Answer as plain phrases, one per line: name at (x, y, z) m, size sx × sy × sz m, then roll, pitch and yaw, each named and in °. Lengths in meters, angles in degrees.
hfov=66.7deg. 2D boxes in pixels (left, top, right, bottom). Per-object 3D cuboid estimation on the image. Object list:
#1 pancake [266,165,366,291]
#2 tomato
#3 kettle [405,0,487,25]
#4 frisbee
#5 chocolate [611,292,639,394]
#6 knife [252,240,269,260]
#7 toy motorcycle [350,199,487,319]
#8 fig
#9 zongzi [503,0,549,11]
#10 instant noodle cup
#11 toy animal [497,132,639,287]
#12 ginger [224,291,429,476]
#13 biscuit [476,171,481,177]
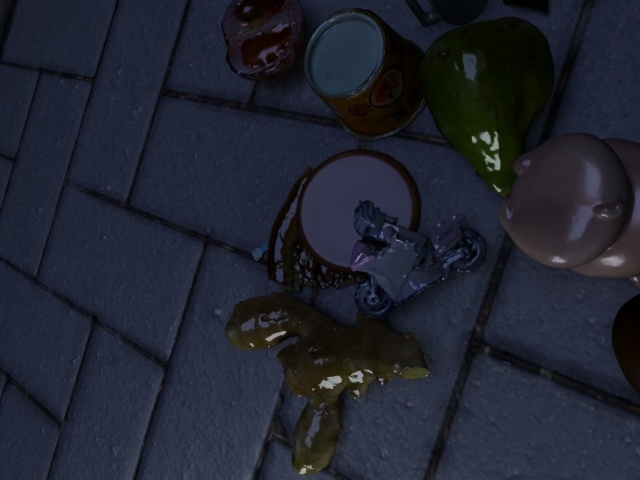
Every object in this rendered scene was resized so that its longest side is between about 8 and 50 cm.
pancake at (0.000, 0.000, 0.983) m, size 0.244 × 0.057 × 0.266 m, roll 31°, pitch 97°, yaw 30°
tomato at (-0.109, -0.451, 1.086) m, size 0.199 × 0.112 × 0.228 m, roll -13°, pitch 75°, yaw 21°
kettle at (0.227, -0.448, 0.859) m, size 0.127 × 0.148 × 0.098 m, roll -49°, pitch 64°, yaw 15°
frisbee at (0.068, -0.059, 0.943) m, size 0.251 × 0.021 × 0.250 m, roll -3°, pitch 80°, yaw 17°
chocolate at (0.473, 0.145, 0.629) m, size 0.177 × 0.177 × 0.176 m, roll -5°, pitch 80°, yaw 31°
knife at (-0.114, 0.010, 1.079) m, size 0.096 × 0.010 × 0.027 m, roll -37°, pitch 65°, yaw 19°
toy motorcycle at (0.139, 0.004, 0.841) m, size 0.239 × 0.108 × 0.204 m, roll -29°, pitch 84°, yaw -4°
fig at (0.269, -0.205, 0.786) m, size 0.206 × 0.206 × 0.275 m, roll -6°, pitch 93°, yaw 30°
zongzi at (0.369, -0.437, 0.837) m, size 0.083 × 0.067 × 0.073 m, roll 29°, pitch 86°, yaw 13°
instant noodle cup at (0.080, -0.316, 0.913) m, size 0.216 × 0.172 × 0.215 m, roll -4°, pitch 81°, yaw 30°
toy animal at (0.375, -0.051, 0.662) m, size 0.229 × 0.221 × 0.210 m, roll 16°, pitch 100°, yaw 28°
ginger at (0.004, 0.206, 0.930) m, size 0.348 × 0.122 × 0.363 m, roll -40°, pitch 59°, yaw 18°
biscuit at (0.316, -0.124, 0.835) m, size 0.082 × 0.016 × 0.092 m, roll -42°, pitch 62°, yaw 18°
